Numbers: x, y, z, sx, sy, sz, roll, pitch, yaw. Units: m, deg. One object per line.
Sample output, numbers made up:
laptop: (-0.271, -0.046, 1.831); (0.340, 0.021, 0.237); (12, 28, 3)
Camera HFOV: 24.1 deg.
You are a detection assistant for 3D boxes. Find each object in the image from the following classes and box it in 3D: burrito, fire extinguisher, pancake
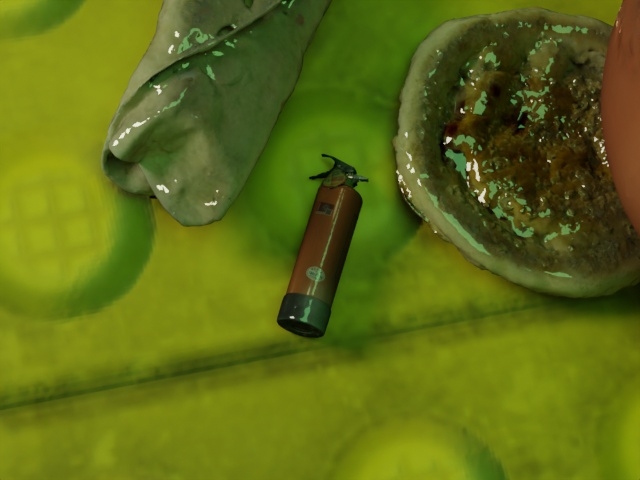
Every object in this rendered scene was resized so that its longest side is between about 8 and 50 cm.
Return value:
burrito: (-0.031, -0.113, 0.658); (0.087, 0.060, 0.226); (24, 69, -11)
fire extinguisher: (0.000, 0.000, 0.654); (0.028, 0.022, 0.083); (8, 69, 22)
pancake: (0.103, -0.042, 0.687); (0.152, 0.025, 0.151); (4, 74, -13)

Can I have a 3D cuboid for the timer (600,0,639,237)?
timer: (0.238, -0.063, 0.617); (0.230, 0.215, 0.229); (15, 61, -29)
